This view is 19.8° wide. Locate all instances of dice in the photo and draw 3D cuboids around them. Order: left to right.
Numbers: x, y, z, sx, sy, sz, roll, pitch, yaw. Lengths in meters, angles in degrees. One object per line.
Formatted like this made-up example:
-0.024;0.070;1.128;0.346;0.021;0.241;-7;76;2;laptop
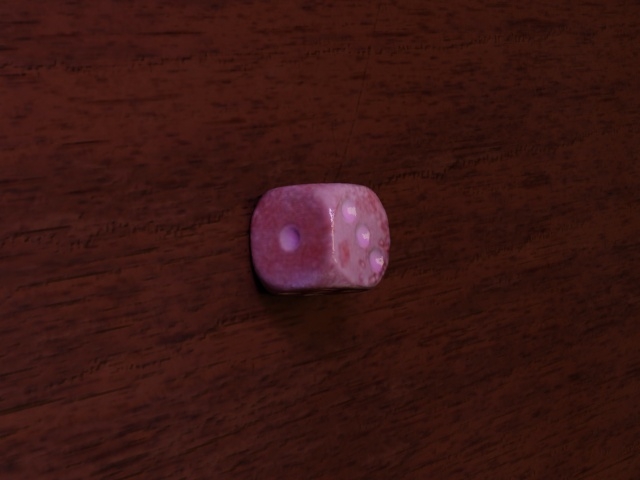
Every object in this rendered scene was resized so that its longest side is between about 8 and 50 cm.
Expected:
0.000;0.000;1.587;0.091;0.094;0.093;5;82;-56;dice
